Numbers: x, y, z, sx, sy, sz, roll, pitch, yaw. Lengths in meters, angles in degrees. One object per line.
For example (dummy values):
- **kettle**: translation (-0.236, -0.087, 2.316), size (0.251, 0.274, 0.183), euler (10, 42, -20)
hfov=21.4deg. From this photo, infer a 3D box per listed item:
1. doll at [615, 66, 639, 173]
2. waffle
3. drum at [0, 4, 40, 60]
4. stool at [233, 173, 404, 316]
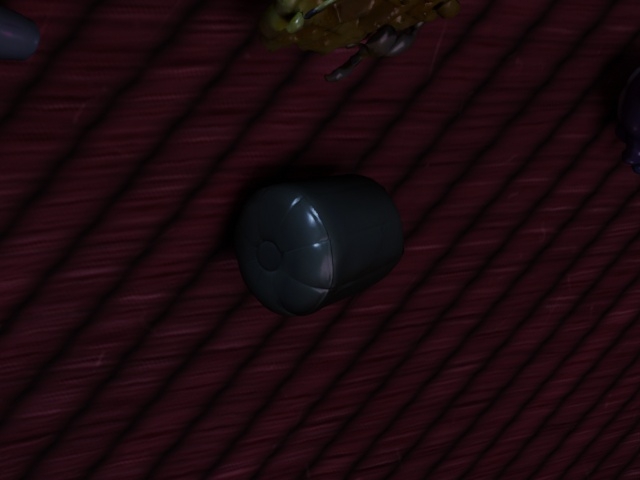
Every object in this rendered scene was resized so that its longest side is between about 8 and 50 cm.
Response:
- **doll**: translation (0.294, -0.105, 1.447), size (0.110, 0.067, 0.206), euler (-63, 157, -1)
- **waffle**: translation (0.092, -0.199, 1.049), size (0.280, 0.060, 0.262), euler (-22, 166, -32)
- **drum**: translation (-0.255, -0.110, 0.849), size (0.130, 0.049, 0.253), euler (-50, 146, 4)
- **stool**: translation (0.000, 0.000, 1.204), size (0.110, 0.096, 0.096), euler (-17, 137, -43)
